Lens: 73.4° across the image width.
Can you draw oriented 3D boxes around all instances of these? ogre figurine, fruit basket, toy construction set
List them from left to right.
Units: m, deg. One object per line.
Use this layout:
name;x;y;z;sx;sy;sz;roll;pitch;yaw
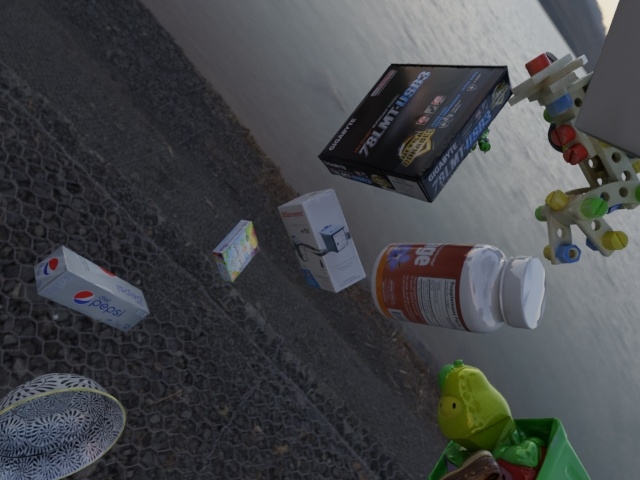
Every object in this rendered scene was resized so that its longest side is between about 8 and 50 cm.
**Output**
ogre figurine;0.438;-0.335;1.319;0.118;0.197;0.097;-44;131;-35
fruit basket;0.387;0.497;1.028;0.283;0.392;0.392;-43;98;-31
toy construction set;0.396;-0.141;0.664;0.327;0.215;0.151;60;-8;-19

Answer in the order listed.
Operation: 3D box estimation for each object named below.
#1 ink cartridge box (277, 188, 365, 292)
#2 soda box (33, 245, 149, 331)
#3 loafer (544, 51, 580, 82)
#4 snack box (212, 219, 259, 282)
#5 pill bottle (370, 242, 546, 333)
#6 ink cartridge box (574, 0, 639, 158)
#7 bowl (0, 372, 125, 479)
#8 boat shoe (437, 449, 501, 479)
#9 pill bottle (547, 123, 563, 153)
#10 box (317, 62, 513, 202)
ink cartridge box;0.000;0.000;0.890;0.082;0.139;0.190;-27;102;-23
soda box;-0.585;0.134;1.119;0.098;0.091;0.286;51;-1;38
loafer;0.457;-0.303;0.817;0.125;0.039;0.045;56;16;18
snack box;-0.220;0.026;1.136;0.141;0.037;0.100;-55;146;-43
pill bottle;0.189;0.064;0.607;0.121;0.216;0.121;-1;91;-47
ink cartridge box;0.425;-0.183;0.424;0.233;0.171;0.168;-19;41;-18
bowl;-0.353;0.228;0.559;0.170;0.170;0.080;13;23;-43
boat shoe;0.282;0.493;0.849;0.064;0.178;0.060;48;2;-6
pill bottle;0.634;-0.281;1.040;0.219;0.123;0.123;-30;87;-41
box;0.183;-0.238;0.886;0.295;0.293;0.073;-52;134;-11
